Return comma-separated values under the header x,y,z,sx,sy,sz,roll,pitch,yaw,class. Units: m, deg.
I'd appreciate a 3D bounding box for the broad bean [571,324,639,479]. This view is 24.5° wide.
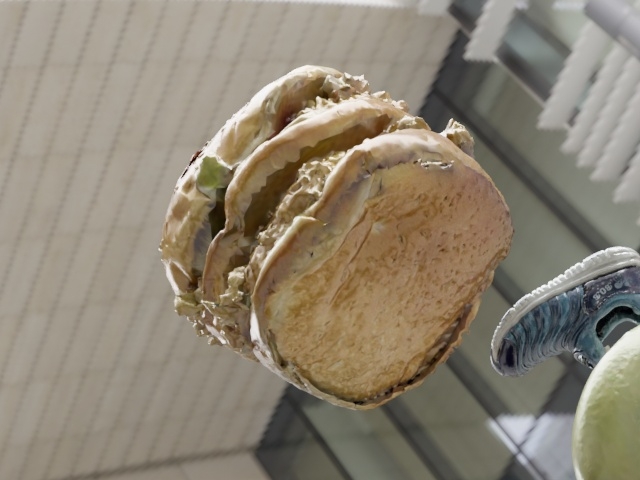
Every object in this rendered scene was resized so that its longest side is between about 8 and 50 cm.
x,y,z,sx,sy,sz,roll,pitch,yaw,class
0.316,0.158,1.314,0.263,0.121,0.189,-44,-73,-26,broad bean

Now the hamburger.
x,y,z,sx,sy,sz,roll,pitch,yaw,class
-0.001,0.007,1.136,0.245,0.211,0.260,-22,-46,-30,hamburger

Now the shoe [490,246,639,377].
x,y,z,sx,sy,sz,roll,pitch,yaw,class
0.285,0.095,1.644,0.207,0.106,0.091,-31,-29,9,shoe
